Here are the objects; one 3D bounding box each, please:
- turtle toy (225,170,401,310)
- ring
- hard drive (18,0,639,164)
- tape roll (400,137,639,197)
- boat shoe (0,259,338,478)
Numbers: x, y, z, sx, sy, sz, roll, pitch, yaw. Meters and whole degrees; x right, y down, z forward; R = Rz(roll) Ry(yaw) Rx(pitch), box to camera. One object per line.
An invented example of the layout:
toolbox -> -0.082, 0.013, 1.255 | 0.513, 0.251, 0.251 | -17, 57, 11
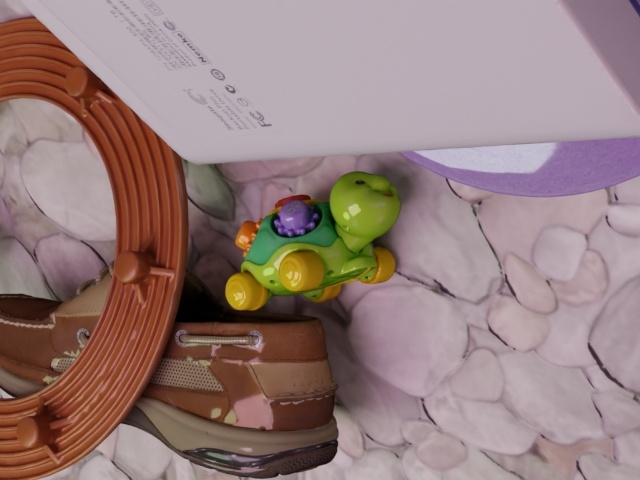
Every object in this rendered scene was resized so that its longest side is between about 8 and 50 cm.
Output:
turtle toy -> 0.000, 0.000, 0.809 | 0.130, 0.095, 0.066 | -22, 78, 40
ring -> -0.231, 0.004, 0.912 | 0.336, 0.032, 0.336 | -4, 83, 34
hard drive -> -0.020, -0.118, 0.597 | 0.318, 0.040, 0.210 | 0, 144, 47
tape roll -> 0.106, -0.164, 0.637 | 0.275, 0.090, 0.275 | 16, 121, 29
boat shoe -> -0.118, 0.070, 0.917 | 0.324, 0.122, 0.120 | 12, 101, 32
